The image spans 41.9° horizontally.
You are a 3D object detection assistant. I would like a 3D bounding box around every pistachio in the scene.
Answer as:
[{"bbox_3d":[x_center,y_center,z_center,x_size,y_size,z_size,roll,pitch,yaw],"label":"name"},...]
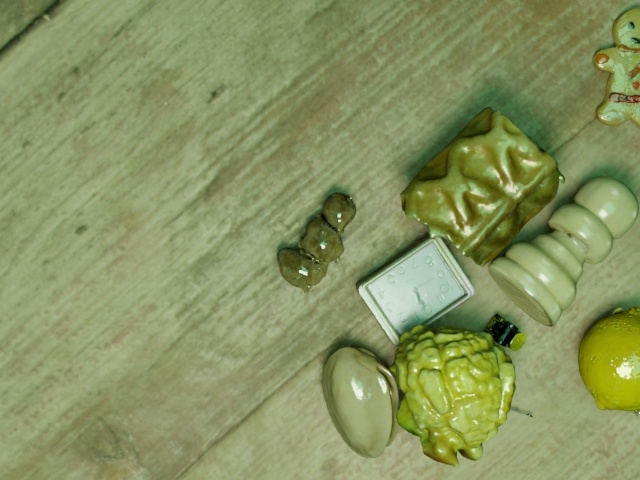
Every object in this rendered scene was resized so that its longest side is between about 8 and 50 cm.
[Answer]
[{"bbox_3d":[0.082,0.305,1.607,0.152,0.126,0.223,-15,99,33],"label":"pistachio"}]

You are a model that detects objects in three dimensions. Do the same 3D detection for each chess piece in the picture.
[{"bbox_3d":[0.477,0.002,1.598,0.167,0.167,0.300,44,84,-3],"label":"chess piece"}]

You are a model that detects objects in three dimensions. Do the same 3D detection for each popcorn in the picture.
[{"bbox_3d":[0.244,0.272,1.531,0.223,0.270,0.258,2,125,16],"label":"popcorn"}]

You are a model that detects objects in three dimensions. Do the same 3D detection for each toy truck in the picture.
[{"bbox_3d":[0.358,0.180,1.627,0.054,0.083,0.049,34,91,-18],"label":"toy truck"}]

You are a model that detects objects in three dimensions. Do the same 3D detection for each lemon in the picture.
[{"bbox_3d":[0.581,0.227,1.590,0.173,0.173,0.206,6,84,-2],"label":"lemon"}]

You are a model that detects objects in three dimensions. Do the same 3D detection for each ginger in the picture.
[{"bbox_3d":[0.000,0.000,1.611,0.104,0.080,0.204,38,93,3],"label":"ginger"}]

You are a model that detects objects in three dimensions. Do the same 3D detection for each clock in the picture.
[{"bbox_3d":[0.184,0.096,1.624,0.192,0.071,0.147,-33,93,0],"label":"clock"}]

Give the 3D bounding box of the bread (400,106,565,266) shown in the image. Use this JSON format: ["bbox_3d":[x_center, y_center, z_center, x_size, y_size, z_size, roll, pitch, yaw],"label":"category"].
[{"bbox_3d":[0.303,-0.092,1.557,0.196,0.238,0.252,42,97,34],"label":"bread"}]

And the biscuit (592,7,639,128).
[{"bbox_3d":[0.611,-0.337,1.639,0.153,0.030,0.235,5,93,-4],"label":"biscuit"}]

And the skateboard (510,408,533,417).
[{"bbox_3d":[0.385,0.319,1.661,0.083,0.032,0.064,21,81,0],"label":"skateboard"}]
